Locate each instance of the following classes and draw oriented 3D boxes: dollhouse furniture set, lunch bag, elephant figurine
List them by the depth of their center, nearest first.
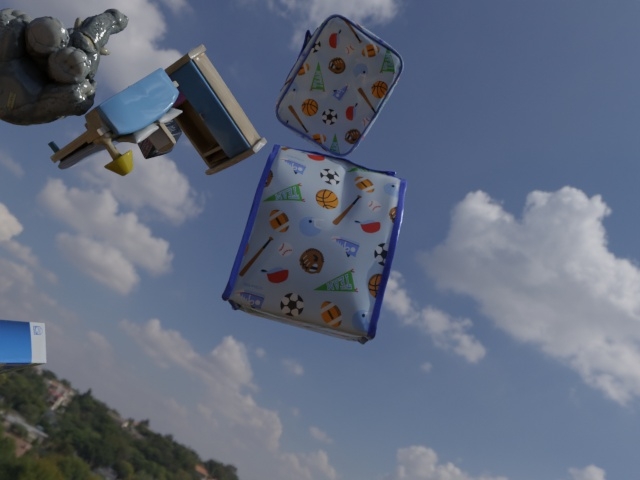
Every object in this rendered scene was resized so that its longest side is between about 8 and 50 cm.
[{"bbox_3d":[-0.394,-0.258,0.865,0.186,0.169,0.239,-1,22,-9],"label":"elephant figurine"},{"bbox_3d":[-0.295,-0.142,0.968,0.286,0.303,0.198,-17,-65,39],"label":"dollhouse furniture set"},{"bbox_3d":[0.000,0.000,1.267,0.327,0.386,0.239,14,-14,-1],"label":"lunch bag"},{"bbox_3d":[0.038,-0.369,1.369,0.243,0.303,0.115,31,9,-6],"label":"lunch bag"}]

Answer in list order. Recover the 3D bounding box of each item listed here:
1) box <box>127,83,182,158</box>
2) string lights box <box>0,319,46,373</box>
[{"bbox_3d":[-0.574,-0.407,1.951,0.207,0.108,0.153,62,-34,5],"label":"box"},{"bbox_3d":[-0.587,0.170,0.916,0.133,0.077,0.259,-15,-16,17],"label":"string lights box"}]
